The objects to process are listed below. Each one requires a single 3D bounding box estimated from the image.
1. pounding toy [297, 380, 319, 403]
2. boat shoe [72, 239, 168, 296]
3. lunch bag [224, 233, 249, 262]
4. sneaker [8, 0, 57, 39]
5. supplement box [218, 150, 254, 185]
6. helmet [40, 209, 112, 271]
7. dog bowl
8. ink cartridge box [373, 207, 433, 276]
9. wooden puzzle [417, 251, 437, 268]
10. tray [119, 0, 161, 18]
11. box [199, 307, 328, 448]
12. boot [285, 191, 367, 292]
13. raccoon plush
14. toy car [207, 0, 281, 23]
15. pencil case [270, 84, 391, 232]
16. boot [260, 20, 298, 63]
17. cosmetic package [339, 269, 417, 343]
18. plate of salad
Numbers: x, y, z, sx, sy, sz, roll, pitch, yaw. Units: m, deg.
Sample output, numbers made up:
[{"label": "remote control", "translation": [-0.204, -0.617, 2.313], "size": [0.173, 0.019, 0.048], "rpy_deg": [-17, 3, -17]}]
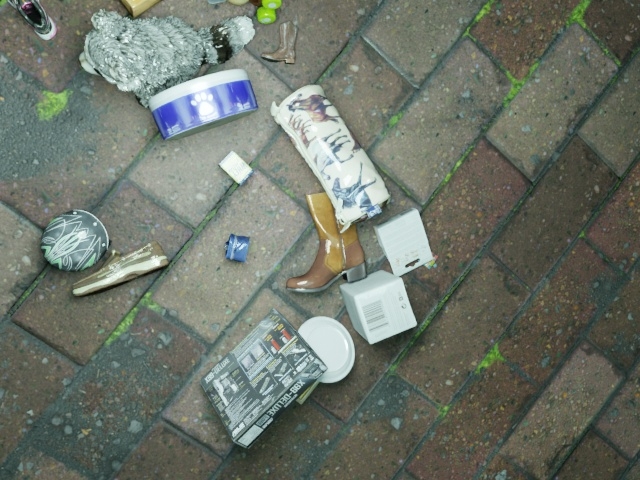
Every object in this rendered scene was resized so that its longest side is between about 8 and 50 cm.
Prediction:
[{"label": "pounding toy", "translation": [-0.085, 0.408, 1.523], "size": [0.141, 0.100, 0.130], "rpy_deg": [40, 86, -13]}, {"label": "boat shoe", "translation": [-0.555, 0.072, 1.403], "size": [0.257, 0.095, 0.095], "rpy_deg": [-21, 86, -15]}, {"label": "lunch bag", "translation": [-0.241, 0.021, 1.452], "size": [0.065, 0.098, 0.067], "rpy_deg": [12, 98, -10]}, {"label": "sneaker", "translation": [-0.744, -0.604, 1.293], "size": [0.072, 0.077, 0.178], "rpy_deg": [-42, 102, -7]}, {"label": "supplement box", "translation": [-0.238, -0.203, 1.438], "size": [0.083, 0.083, 0.056], "rpy_deg": [44, 87, -14]}, {"label": "helmet", "translation": [-0.638, 0.001, 1.332], "size": [0.169, 0.161, 0.169], "rpy_deg": [-1, 96, -12]}, {"label": "dog bowl", "translation": [-0.299, -0.347, 1.319], "size": [0.265, 0.265, 0.104], "rpy_deg": [-22, 102, -9]}, {"label": "ink cartridge box", "translation": [0.261, 0.006, 1.598], "size": [0.145, 0.045, 0.179], "rpy_deg": [-25, 113, -9]}, {"label": "wooden puzzle", "translation": [0.342, 0.058, 1.629], "size": [0.083, 0.006, 0.049], "rpy_deg": [34, 88, -13]}, {"label": "tray", "translation": [-0.386, -0.783, 1.325], "size": [0.411, 0.076, 0.203], "rpy_deg": [-41, 102, -15]}, {"label": "box", "translation": [-0.166, 0.377, 1.432], "size": [0.307, 0.242, 0.076], "rpy_deg": [-45, 135, -5]}, {"label": "boot", "translation": [0.000, 0.000, 1.505], "size": [0.264, 0.096, 0.280], "rpy_deg": [-13, 97, -10]}, {"label": "raccoon plush", "translation": [-0.377, -0.515, 1.267], "size": [0.446, 0.299, 0.216], "rpy_deg": [-37, 101, -7]}, {"label": "toy car", "translation": [-0.211, -0.682, 1.358], "size": [0.188, 0.149, 0.155], "rpy_deg": [-5, 86, -16]}, {"label": "pencil case", "translation": [0.030, -0.233, 1.428], "size": [0.183, 0.160, 0.410], "rpy_deg": [-36, 93, -38]}, {"label": "boot", "translation": [-0.117, -0.567, 1.452], "size": [0.106, 0.037, 0.114], "rpy_deg": [0, 99, -25]}, {"label": "cosmetic package", "translation": [0.166, 0.191, 1.513], "size": [0.151, 0.184, 0.151], "rpy_deg": [-20, 99, -9]}, {"label": "plate of salad", "translation": [0.011, 0.327, 1.533], "size": [0.200, 0.048, 0.200], "rpy_deg": [12, 61, -23]}]
